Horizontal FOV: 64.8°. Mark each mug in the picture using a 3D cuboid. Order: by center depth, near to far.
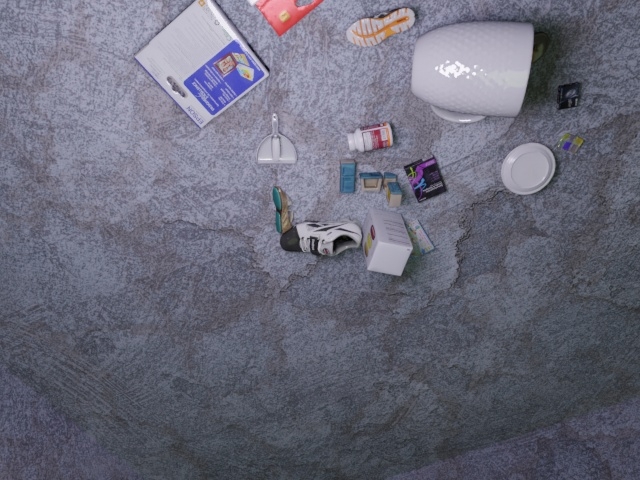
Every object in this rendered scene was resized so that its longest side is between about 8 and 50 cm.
[{"bbox_3d":[0.460,-0.508,1.598,0.328,0.276,0.374,7,155,12],"label":"mug"}]

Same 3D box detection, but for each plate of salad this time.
[{"bbox_3d":[0.773,-0.269,1.885,0.199,0.048,0.200,0,113,0],"label":"plate of salad"}]

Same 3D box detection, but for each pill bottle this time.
[{"bbox_3d":[0.173,-0.359,1.768,0.152,0.086,0.086,-10,123,4],"label":"pill bottle"}]

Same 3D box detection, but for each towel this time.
[{"bbox_3d":[0.922,-0.359,1.856,0.083,0.009,0.060,17,121,-14],"label":"towel"}]

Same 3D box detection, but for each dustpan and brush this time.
[{"bbox_3d":[-0.157,-0.351,1.768,0.147,0.060,0.211,-1,123,-3],"label":"dustpan and brush"}]

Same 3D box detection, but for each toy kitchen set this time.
[{"bbox_3d":[0.179,-0.207,1.820,0.207,0.166,0.122,-2,124,-2],"label":"toy kitchen set"}]

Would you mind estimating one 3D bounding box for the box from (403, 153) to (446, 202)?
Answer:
[{"bbox_3d":[0.395,-0.231,1.899,0.116,0.029,0.162,-23,123,12],"label":"box"}]

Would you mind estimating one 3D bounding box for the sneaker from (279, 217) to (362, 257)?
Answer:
[{"bbox_3d":[0.000,0.000,1.962,0.330,0.146,0.122,-11,125,6],"label":"sneaker"}]

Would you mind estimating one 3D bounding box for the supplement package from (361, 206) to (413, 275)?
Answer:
[{"bbox_3d":[0.245,0.001,1.914,0.134,0.244,0.139,11,121,-11],"label":"supplement package"}]

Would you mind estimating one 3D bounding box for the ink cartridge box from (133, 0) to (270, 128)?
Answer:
[{"bbox_3d":[-0.374,-0.567,1.614,0.307,0.072,0.303,-31,121,19],"label":"ink cartridge box"}]

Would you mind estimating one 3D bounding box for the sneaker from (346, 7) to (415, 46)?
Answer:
[{"bbox_3d":[0.186,-0.667,1.572,0.215,0.083,0.084,-12,124,10],"label":"sneaker"}]

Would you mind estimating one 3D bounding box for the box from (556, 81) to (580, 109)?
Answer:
[{"bbox_3d":[0.861,-0.502,1.753,0.067,0.018,0.083,-9,123,3],"label":"box"}]

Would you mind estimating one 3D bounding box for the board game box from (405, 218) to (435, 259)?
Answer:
[{"bbox_3d":[0.384,-0.002,2.050,0.103,0.026,0.154,-29,120,15],"label":"board game box"}]

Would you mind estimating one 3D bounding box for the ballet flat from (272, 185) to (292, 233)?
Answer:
[{"bbox_3d":[-0.141,-0.123,1.928,0.067,0.073,0.206,-19,130,-24],"label":"ballet flat"}]

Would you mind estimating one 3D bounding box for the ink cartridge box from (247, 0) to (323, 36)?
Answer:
[{"bbox_3d":[-0.092,-0.792,1.480,0.296,0.066,0.261,-33,118,18],"label":"ink cartridge box"}]

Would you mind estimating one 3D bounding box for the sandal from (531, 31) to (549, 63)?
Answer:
[{"bbox_3d":[0.651,-0.593,1.656,0.219,0.060,0.090,-29,120,15],"label":"sandal"}]
